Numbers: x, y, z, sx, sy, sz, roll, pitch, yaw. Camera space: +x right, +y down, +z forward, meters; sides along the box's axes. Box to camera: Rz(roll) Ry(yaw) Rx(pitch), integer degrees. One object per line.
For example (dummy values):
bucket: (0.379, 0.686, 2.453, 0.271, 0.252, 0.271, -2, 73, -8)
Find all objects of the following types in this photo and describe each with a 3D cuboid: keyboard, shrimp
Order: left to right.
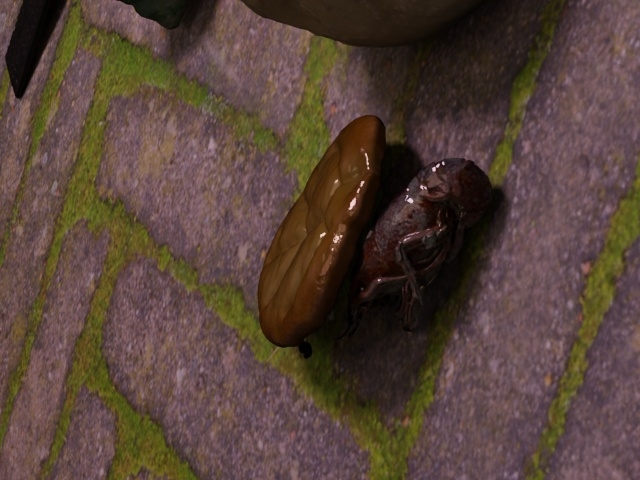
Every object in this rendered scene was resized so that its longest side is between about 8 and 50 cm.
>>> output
keyboard: (-0.327, -0.351, 2.306, 0.381, 0.041, 0.103, -59, 34, 30)
shrimp: (0.068, 0.012, 1.447, 0.073, 0.075, 0.190, 40, 112, 9)

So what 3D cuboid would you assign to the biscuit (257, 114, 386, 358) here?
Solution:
biscuit: (-0.005, -0.001, 1.557, 0.260, 0.041, 0.203, 143, 142, -67)

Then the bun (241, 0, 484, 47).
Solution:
bun: (0.026, -0.325, 1.497, 0.360, 0.211, 0.359, -32, 53, 54)

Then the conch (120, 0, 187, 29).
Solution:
conch: (-0.174, -0.324, 1.948, 0.176, 0.122, 0.188, -129, 56, -80)
